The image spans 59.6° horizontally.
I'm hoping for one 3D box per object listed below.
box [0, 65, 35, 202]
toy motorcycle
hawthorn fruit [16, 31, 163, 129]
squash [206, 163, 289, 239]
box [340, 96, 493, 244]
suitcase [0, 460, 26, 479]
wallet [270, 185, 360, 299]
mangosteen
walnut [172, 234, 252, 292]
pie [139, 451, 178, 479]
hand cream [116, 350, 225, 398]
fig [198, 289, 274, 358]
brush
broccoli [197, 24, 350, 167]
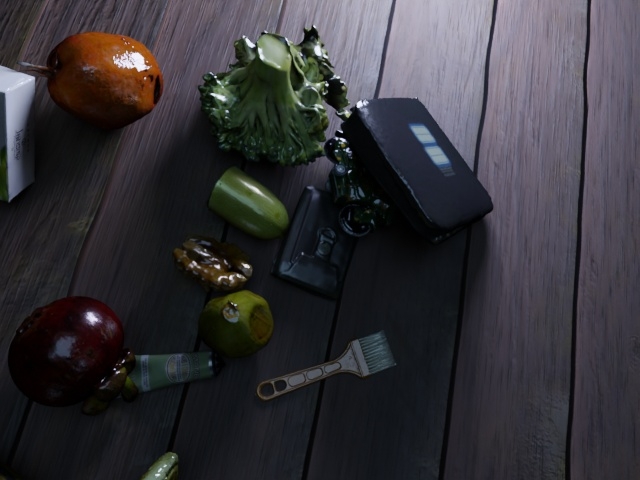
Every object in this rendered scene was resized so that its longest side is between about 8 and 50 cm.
[{"bbox_3d":[-0.700,-0.231,1.137,0.195,0.260,0.111,17,36,-3],"label":"box"},{"bbox_3d":[0.109,-0.139,1.304,0.187,0.124,0.274,-5,68,-19],"label":"toy motorcycle"},{"bbox_3d":[-0.495,-0.351,1.208,0.299,0.211,0.211,-3,67,-54],"label":"hawthorn fruit"},{"bbox_3d":[-0.152,-0.068,1.246,0.187,0.123,0.123,36,71,1],"label":"squash"},{"bbox_3d":[0.230,-0.171,1.271,0.359,0.091,0.350,-21,75,-51],"label":"box"},{"bbox_3d":[-0.632,0.467,0.967,0.235,0.143,0.193,20,69,24],"label":"suitcase"},{"bbox_3d":[0.000,0.000,1.287,0.169,0.052,0.245,22,68,-7],"label":"wallet"},{"bbox_3d":[-0.457,0.232,1.070,0.215,0.215,0.257,-45,111,-18],"label":"mangosteen"},{"bbox_3d":[-0.233,0.055,1.211,0.170,0.069,0.143,27,35,4],"label":"walnut"},{"bbox_3d":[-0.340,0.494,0.969,0.078,0.277,0.277,44,72,3],"label":"pie"},{"bbox_3d":[-0.315,0.268,1.152,0.235,0.055,0.086,-6,71,-3],"label":"hand cream"},{"bbox_3d":[-0.171,0.168,1.143,0.154,0.165,0.144,21,75,-2],"label":"fig"},{"bbox_3d":[0.009,0.282,1.215,0.315,0.017,0.090,-16,76,-12],"label":"brush"},{"bbox_3d":[-0.097,-0.329,1.284,0.324,0.272,0.334,32,67,-23],"label":"broccoli"}]
